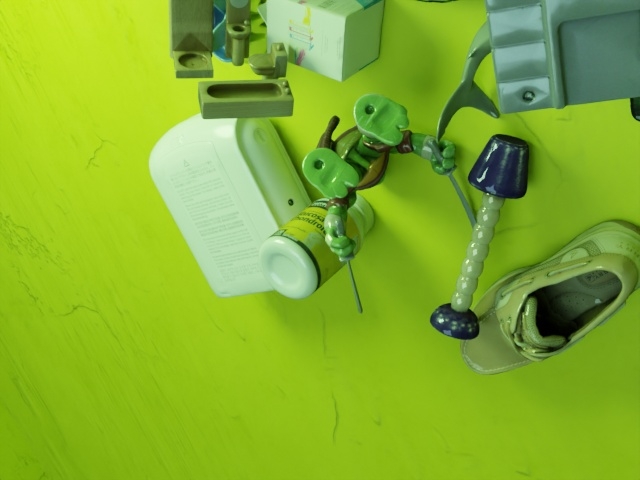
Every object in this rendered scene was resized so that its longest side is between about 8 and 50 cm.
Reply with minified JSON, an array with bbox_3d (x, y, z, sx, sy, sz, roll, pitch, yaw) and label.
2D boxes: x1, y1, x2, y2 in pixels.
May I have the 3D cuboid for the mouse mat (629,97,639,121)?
[{"bbox_3d":[0.408,-0.198,0.841,0.190,0.007,0.152,-3,119,25],"label":"mouse mat"}]

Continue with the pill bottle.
[{"bbox_3d":[0.000,0.000,1.237,0.103,0.184,0.103,22,131,27],"label":"pill bottle"}]

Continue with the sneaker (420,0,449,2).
[{"bbox_3d":[0.063,-0.361,1.003,0.295,0.109,0.123,20,105,33],"label":"sneaker"}]

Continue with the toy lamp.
[{"bbox_3d":[0.210,-0.004,1.098,0.080,0.080,0.274,24,114,26],"label":"toy lamp"}]

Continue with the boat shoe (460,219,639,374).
[{"bbox_3d":[0.287,0.097,1.108,0.121,0.110,0.341,44,135,4],"label":"boat shoe"}]

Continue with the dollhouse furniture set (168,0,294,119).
[{"bbox_3d":[-0.112,-0.247,1.048,0.151,0.144,0.123,-106,17,-45],"label":"dollhouse furniture set"}]

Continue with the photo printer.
[{"bbox_3d":[-0.139,-0.063,1.368,0.256,0.107,0.307,-13,110,45],"label":"photo printer"}]

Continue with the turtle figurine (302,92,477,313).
[{"bbox_3d":[0.090,-0.065,1.084,0.198,0.266,0.274,-14,79,10],"label":"turtle figurine"}]

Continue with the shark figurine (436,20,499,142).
[{"bbox_3d":[0.220,-0.226,0.943,0.278,0.116,0.166,-20,104,45],"label":"shark figurine"}]

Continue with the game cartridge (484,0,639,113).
[{"bbox_3d":[0.332,-0.251,0.785,0.355,0.068,0.230,-5,122,20],"label":"game cartridge"}]

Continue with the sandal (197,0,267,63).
[{"bbox_3d":[-0.150,-0.377,1.130,0.126,0.138,0.317,16,127,35],"label":"sandal"}]

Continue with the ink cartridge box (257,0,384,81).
[{"bbox_3d":[-0.003,-0.285,1.102,0.143,0.092,0.090,26,134,26],"label":"ink cartridge box"}]
